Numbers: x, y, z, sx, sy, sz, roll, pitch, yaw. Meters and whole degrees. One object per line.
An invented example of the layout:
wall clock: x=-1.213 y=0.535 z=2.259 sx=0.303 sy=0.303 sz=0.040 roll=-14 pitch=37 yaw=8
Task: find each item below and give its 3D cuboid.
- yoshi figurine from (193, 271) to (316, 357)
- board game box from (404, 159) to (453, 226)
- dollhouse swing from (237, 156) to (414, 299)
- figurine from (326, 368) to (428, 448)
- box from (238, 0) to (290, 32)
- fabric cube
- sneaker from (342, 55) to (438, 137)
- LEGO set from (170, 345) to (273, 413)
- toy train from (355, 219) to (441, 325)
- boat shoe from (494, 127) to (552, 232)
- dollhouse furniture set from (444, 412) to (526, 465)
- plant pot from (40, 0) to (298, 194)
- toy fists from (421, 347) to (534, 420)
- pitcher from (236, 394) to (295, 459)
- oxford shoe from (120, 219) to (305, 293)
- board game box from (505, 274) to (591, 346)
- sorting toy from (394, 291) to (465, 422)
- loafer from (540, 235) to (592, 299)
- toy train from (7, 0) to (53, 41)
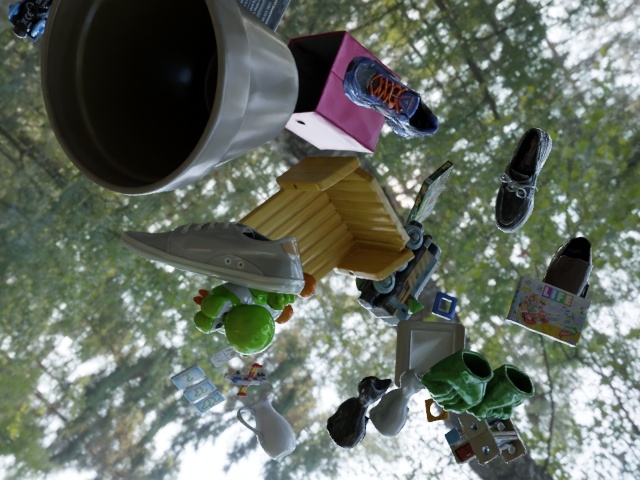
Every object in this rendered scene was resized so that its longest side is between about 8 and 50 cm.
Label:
yoshi figurine: x=-0.134 y=0.170 z=1.541 sx=0.203 sy=0.204 sz=0.362 roll=-4 pitch=-176 yaw=27
board game box: x=0.340 y=-0.133 z=2.166 sx=0.136 sy=0.030 sz=0.260 roll=-38 pitch=159 yaw=-30
dollhouse swing: x=0.000 y=0.000 z=1.836 sx=0.305 sy=0.347 sz=0.315 roll=-45 pitch=-150 yaw=-25
figurine: x=0.146 y=0.377 z=1.582 sx=0.092 sy=0.214 sz=0.209 roll=56 pitch=-47 yaw=36
box: x=-0.256 y=-0.581 z=1.234 sx=0.212 sy=0.395 sz=0.294 roll=-57 pitch=-137 yaw=40
fabric cube: x=0.033 y=-0.428 z=1.995 sx=0.254 sy=0.258 sz=0.259 roll=11 pitch=-103 yaw=48
sneaker: x=0.127 y=-0.245 z=1.160 sx=0.087 sy=0.221 sz=0.083 roll=25 pitch=-90 yaw=51
LEGO set: x=-0.237 y=0.361 z=1.763 sx=0.244 sy=0.182 sz=0.060 roll=-28 pitch=-138 yaw=-4
toy train: x=0.244 y=0.099 z=2.069 sx=0.334 sy=0.190 sz=0.142 roll=-53 pitch=-160 yaw=-26
boat shoe: x=0.564 y=-0.169 z=1.917 sx=0.105 sy=0.113 sz=0.306 roll=-1 pitch=117 yaw=-58
dollhouse furniture set: x=0.390 y=0.517 z=1.707 sx=0.183 sy=0.129 sz=0.129 roll=-44 pitch=-129 yaw=31
plant pot: x=-0.180 y=-0.231 z=0.975 sx=0.323 sy=0.323 sz=0.280 roll=-33 pitch=168 yaw=30
toy fists: x=0.352 y=0.337 z=1.531 sx=0.142 sy=0.279 sz=0.096 roll=-41 pitch=-139 yaw=35
pitcher: x=-0.191 y=0.661 z=2.373 sx=0.177 sy=0.207 sz=0.125 roll=-5 pitch=144 yaw=-47
oxford shoe: x=-0.231 y=0.015 z=1.473 sx=0.169 sy=0.449 sz=0.130 roll=6 pitch=94 yaw=-67
board game box: x=0.482 y=0.149 z=1.434 sx=0.026 sy=0.154 sz=0.103 roll=112 pitch=-1 yaw=-81
sorting toy: x=0.292 y=0.311 z=1.833 sx=0.047 sy=0.195 sz=0.348 roll=163 pitch=-68 yaw=-73
loafer: x=0.684 y=0.103 z=1.897 sx=0.366 sy=0.133 sz=0.130 roll=-57 pitch=163 yaw=-49
toy train: x=-0.555 y=-0.488 z=1.370 sx=0.184 sy=0.080 sz=0.105 roll=-48 pitch=-163 yaw=15
